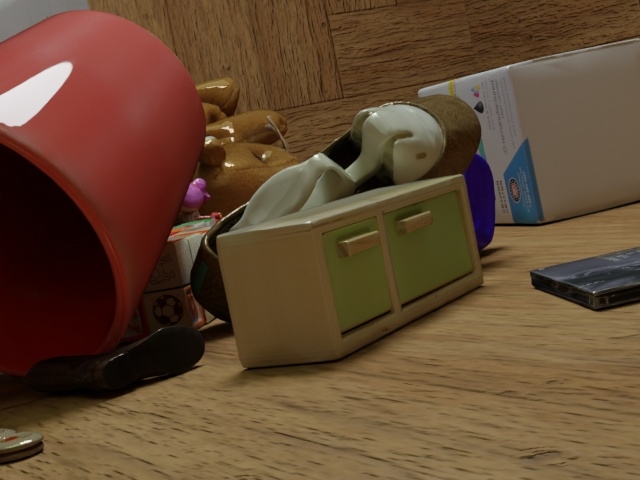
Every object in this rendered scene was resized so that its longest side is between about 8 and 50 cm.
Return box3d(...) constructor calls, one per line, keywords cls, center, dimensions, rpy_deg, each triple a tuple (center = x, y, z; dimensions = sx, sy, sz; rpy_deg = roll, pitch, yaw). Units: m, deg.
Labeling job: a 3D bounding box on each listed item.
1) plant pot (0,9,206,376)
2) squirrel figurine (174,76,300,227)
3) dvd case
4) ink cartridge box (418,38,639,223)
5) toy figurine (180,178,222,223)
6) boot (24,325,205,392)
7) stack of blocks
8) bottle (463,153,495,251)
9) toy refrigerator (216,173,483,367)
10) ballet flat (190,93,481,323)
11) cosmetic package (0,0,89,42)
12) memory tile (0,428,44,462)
box3d(cls="plant pot", center=(-0.235, -0.060, 1.062), dimensions=(0.275, 0.275, 0.243), rpy_deg=(-8, 33, 30))
box3d(cls="squirrel figurine", center=(-0.208, -0.068, 1.853), dimensions=(0.397, 0.280, 0.370), rpy_deg=(-12, 16, -16))
box3d(cls="dvd case", center=(0.289, 0.013, 0.946), dimensions=(0.221, 0.018, 0.164), rpy_deg=(-12, 5, -5))
box3d(cls="ink cartridge box", center=(0.284, -0.134, 1.615), dimensions=(0.197, 0.198, 0.270), rpy_deg=(-14, 4, -18))
box3d(cls="toy figurine", center=(-0.168, -0.018, 1.528), dimensions=(0.173, 0.159, 0.130), rpy_deg=(-14, 6, -37))
box3d(cls="boot", center=(-0.162, 0.095, 0.962), dimensions=(0.106, 0.037, 0.114), rpy_deg=(-13, 0, -44))
box3d(cls="stack of blocks", center=(-0.181, 0.040, 1.301), dimensions=(0.171, 0.087, 0.297), rpy_deg=(-10, 5, 11))
box3d(cls="bottle", center=(0.052, -0.029, 1.369), dimensions=(0.283, 0.118, 0.092), rpy_deg=(-7, -17, 33))
box3d(cls="toy refrigerator", center=(0.037, 0.017, 0.987), dimensions=(0.094, 0.102, 0.269), rpy_deg=(-8, 5, 32))
box3d(cls="ballet flat", center=(0.020, -0.053, 1.154), dimensions=(0.342, 0.116, 0.124), rpy_deg=(-33, -25, -15))
box3d(cls="cosmetic package", center=(-0.447, -0.097, 1.364), dimensions=(0.328, 0.329, 0.393), rpy_deg=(-4, 26, 16))
box3d(cls="memory tile", center=(-0.251, 0.137, 0.778), dimensions=(0.113, 0.012, 0.148), rpy_deg=(-15, 6, -41))
